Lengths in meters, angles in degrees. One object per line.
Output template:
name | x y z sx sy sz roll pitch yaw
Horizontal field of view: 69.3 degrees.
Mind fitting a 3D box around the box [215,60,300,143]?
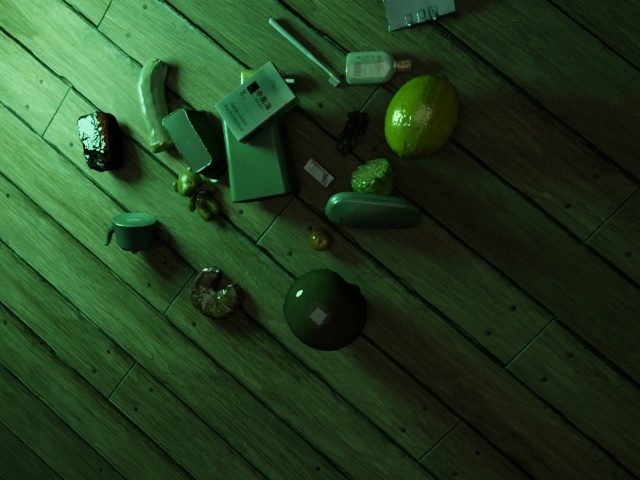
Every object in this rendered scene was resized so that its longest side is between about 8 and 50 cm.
box | -0.209 -0.455 1.538 0.243 0.067 0.155 -34 87 11

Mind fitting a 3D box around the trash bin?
trash bin | -0.220 -0.317 1.659 0.223 0.158 0.342 -9 91 12

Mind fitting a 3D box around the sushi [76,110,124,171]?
sushi | -0.851 -0.381 1.794 0.127 0.136 0.224 -7 92 5

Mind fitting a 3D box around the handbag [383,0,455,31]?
handbag | 0.321 -0.786 1.523 0.222 0.057 0.144 -10 100 13

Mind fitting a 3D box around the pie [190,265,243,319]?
pie | -0.413 0.212 1.828 0.219 0.054 0.204 26 102 8

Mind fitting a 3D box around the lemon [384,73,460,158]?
lemon | 0.326 -0.393 1.490 0.236 0.236 0.262 4 118 12

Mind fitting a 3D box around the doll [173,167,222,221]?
doll | -0.467 -0.171 1.764 0.137 0.097 0.209 -40 94 9

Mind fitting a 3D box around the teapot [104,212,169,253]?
teapot | -0.721 -0.014 1.821 0.240 0.162 0.148 1 109 -18

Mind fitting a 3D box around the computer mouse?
computer mouse | 0.179 -0.085 1.589 0.332 0.197 0.094 6 70 11

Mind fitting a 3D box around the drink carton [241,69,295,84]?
drink carton | -0.179 -0.569 1.650 0.200 0.074 0.084 6 100 10

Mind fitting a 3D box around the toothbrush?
toothbrush | -0.054 -0.666 1.636 0.342 0.025 0.030 45 107 2

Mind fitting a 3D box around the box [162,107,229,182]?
box | -0.441 -0.347 1.687 0.138 0.178 0.274 -31 90 15

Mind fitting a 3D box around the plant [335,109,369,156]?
plant | 0.108 -0.375 1.620 0.085 0.087 0.174 24 109 -18

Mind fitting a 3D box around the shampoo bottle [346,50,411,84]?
shampoo bottle | 0.199 -0.591 1.578 0.221 0.051 0.107 1 98 12

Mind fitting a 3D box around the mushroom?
mushroom | -0.620 -0.508 1.750 0.123 0.095 0.350 -5 98 -7

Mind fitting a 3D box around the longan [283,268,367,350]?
longan | 0.018 0.244 1.622 0.298 0.297 0.296 2 99 12

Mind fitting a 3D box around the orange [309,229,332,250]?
orange | 0.000 0.000 1.699 0.084 0.070 0.083 -1 102 -3

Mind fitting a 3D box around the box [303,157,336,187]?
box | -0.003 -0.245 1.680 0.117 0.036 0.050 40 103 4

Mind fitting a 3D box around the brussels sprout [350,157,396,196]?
brussels sprout | 0.190 -0.201 1.603 0.149 0.151 0.122 -34 128 -8
